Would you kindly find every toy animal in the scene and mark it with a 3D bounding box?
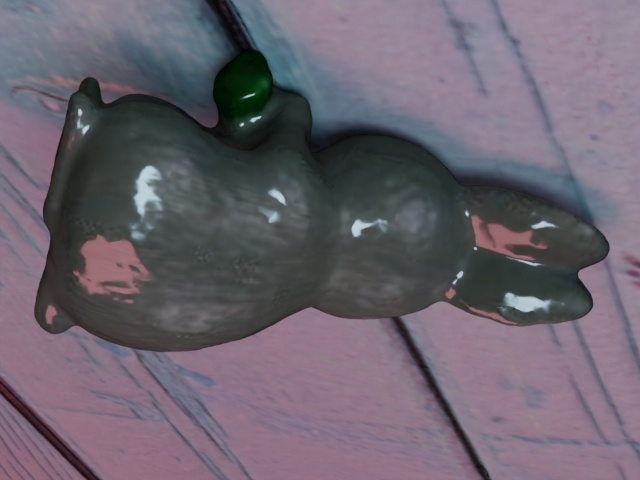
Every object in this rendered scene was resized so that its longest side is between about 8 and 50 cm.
[{"bbox_3d":[-0.006,-0.003,0.733,0.236,0.138,0.108,15,-172,-17],"label":"toy animal"}]
